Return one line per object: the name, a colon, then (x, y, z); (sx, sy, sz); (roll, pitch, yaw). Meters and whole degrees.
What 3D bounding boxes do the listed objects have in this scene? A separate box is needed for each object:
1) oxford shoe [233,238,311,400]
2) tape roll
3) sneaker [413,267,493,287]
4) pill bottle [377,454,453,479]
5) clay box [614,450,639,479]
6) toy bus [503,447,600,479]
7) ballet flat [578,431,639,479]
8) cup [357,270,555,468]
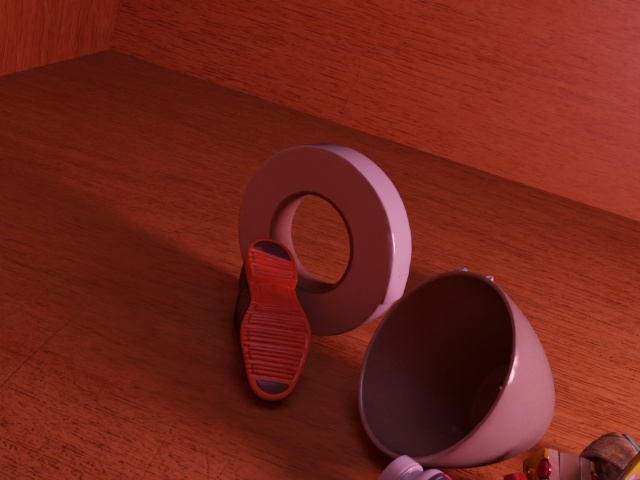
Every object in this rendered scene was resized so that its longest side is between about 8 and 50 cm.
oxford shoe: (-0.101, 0.167, 1.526); (0.130, 0.132, 0.363); (15, 41, -15)
tape roll: (0.000, 0.000, 1.613); (0.392, 0.392, 0.072); (30, 26, 29)
sneaker: (0.323, 0.107, 1.950); (0.212, 0.094, 0.080); (4, 27, -25)
pill bottle: (0.169, 0.398, 1.172); (0.180, 0.108, 0.108); (34, 29, 35)
clay box: (0.472, 0.415, 1.181); (0.222, 0.053, 0.127); (-33, 72, -30)
toy bus: (0.363, 0.426, 1.237); (0.202, 0.104, 0.191); (-23, 68, -32)
ballet flat: (0.545, 0.453, 1.311); (0.123, 0.123, 0.348); (5, 26, -25)
cup: (0.263, 0.248, 1.375); (0.237, 0.331, 0.331); (31, 13, -32)
